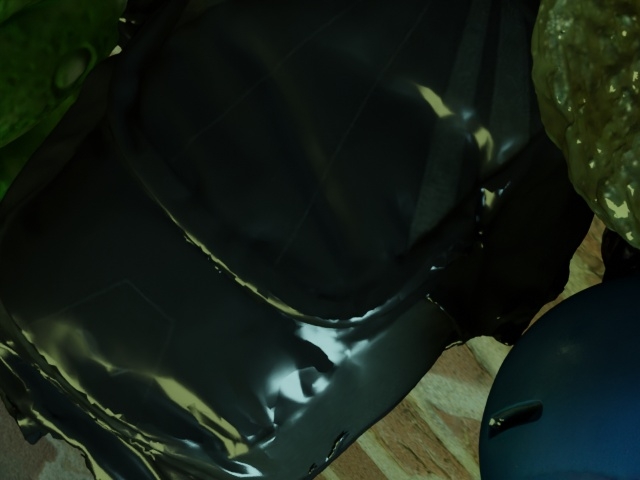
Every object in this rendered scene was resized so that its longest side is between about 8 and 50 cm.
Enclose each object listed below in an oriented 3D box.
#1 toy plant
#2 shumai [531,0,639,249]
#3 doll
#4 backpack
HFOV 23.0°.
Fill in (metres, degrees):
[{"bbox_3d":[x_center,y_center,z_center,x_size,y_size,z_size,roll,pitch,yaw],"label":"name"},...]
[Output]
[{"bbox_3d":[-0.195,-0.172,1.191,0.184,0.316,0.224,33,158,19],"label":"toy plant"},{"bbox_3d":[0.244,-0.095,0.837,0.222,0.225,0.261,10,-140,-51],"label":"shumai"},{"bbox_3d":[0.228,0.098,0.953,0.240,0.310,0.284,30,150,-12],"label":"doll"},{"bbox_3d":[-0.034,-0.019,1.066,0.363,0.446,0.255,44,170,5],"label":"backpack"}]
